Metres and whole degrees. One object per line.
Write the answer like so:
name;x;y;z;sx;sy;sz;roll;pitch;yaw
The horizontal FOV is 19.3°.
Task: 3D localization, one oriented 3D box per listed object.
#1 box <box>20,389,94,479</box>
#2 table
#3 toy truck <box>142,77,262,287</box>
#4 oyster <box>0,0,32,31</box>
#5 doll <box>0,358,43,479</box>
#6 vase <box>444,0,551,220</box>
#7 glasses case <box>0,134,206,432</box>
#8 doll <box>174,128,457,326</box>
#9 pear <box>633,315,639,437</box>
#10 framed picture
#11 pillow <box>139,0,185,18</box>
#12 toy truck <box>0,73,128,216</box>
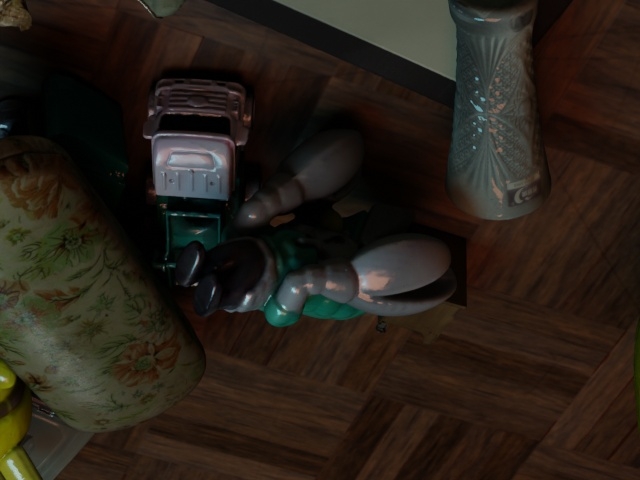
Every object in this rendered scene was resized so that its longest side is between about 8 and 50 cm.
box;-0.315;0.184;1.976;0.124;0.092;0.172;27;131;-22
table;0.093;0.045;1.818;0.070;0.083;0.082;15;139;-15
toy truck;-0.110;-0.038;1.716;0.110;0.116;0.216;4;136;0
oyster;-0.309;-0.261;1.533;0.133;0.072;0.209;1;134;-1
doll;-0.365;0.111;1.802;0.199;0.145;0.363;-24;98;43
vase;0.150;-0.128;1.610;0.096;0.096;0.219;-2;133;5
glasses case;-0.229;0.051;1.689;0.156;0.098;0.425;-29;146;0
doll;0.014;0.015;1.651;0.195;0.258;0.153;42;131;5
pear;0.478;0.163;1.722;0.362;0.362;0.418;-35;103;33
framed picture;0.051;-0.250;1.561;0.347;0.016;0.265;21;133;-18
pillow;-0.180;-0.310;1.457;0.302;0.075;0.185;34;118;-20
toy truck;-0.256;-0.036;1.737;0.124;0.114;0.253;4;137;-16
